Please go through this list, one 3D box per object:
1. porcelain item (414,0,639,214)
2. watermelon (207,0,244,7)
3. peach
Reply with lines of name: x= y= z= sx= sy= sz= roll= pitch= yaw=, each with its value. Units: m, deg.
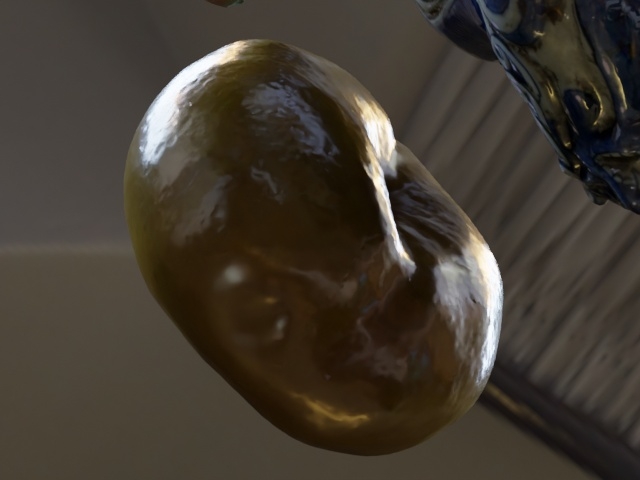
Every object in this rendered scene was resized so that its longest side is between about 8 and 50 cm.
porcelain item: x=0.138 y=-0.133 z=1.011 sx=0.138 sy=0.186 sz=0.288 roll=-23 pitch=-159 yaw=-4
watermelon: x=-0.099 y=-0.225 z=1.493 sx=0.101 sy=0.155 sz=0.080 roll=41 pitch=-117 yaw=-10
peach: x=0.000 y=0.000 z=1.039 sx=0.251 sy=0.153 sz=0.251 roll=40 pitch=-147 yaw=-32
